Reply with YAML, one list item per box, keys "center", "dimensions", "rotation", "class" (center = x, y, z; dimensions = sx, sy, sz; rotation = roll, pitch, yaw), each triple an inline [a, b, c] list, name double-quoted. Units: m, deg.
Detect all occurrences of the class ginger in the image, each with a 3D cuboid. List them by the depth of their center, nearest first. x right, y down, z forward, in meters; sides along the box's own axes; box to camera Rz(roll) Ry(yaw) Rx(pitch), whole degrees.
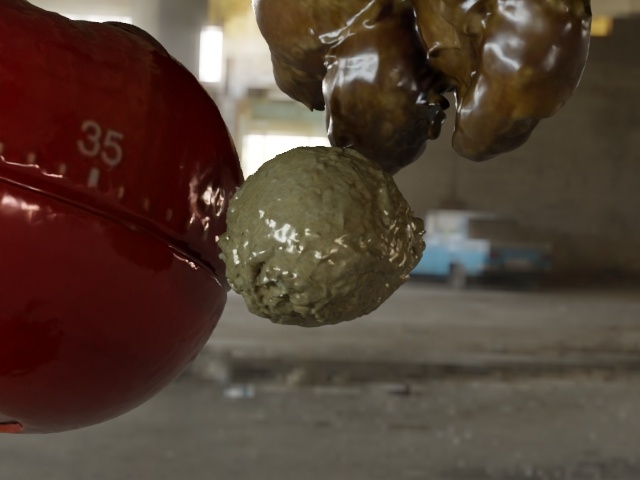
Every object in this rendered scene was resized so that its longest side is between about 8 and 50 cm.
- center: [0.076, -0.189, 1.364]
  dimensions: [0.152, 0.274, 0.357]
  rotation: [-13, 3, -44]
  class: "ginger"

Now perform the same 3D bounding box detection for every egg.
- center: [0.000, 0.000, 1.101]
  dimensions: [0.118, 0.116, 0.140]
  rotation: [29, 15, 2]
  class: "egg"

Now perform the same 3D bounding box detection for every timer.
- center: [-0.240, -0.020, 1.233]
  dimensions: [0.378, 0.279, 0.378]
  rotation: [13, -15, 3]
  class: "timer"
